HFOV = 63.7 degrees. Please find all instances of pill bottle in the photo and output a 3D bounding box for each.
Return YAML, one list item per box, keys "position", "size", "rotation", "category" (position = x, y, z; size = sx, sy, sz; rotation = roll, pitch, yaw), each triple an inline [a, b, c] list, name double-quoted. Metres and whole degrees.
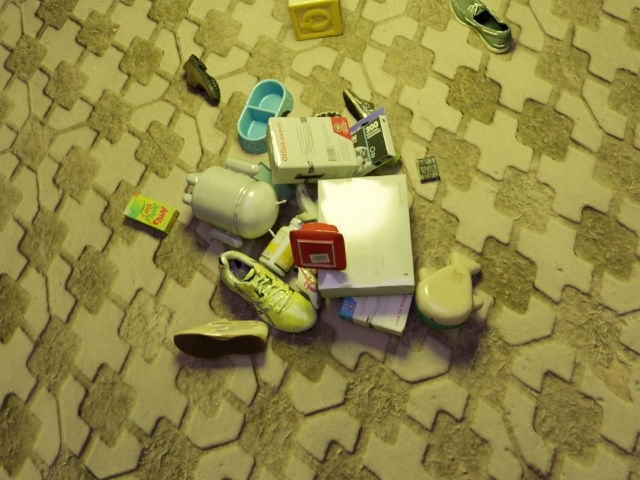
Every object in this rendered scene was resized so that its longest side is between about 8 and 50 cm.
- position: [-0.113, 0.020, 1.710]
  size: [0.103, 0.103, 0.184]
  rotation: [32, 78, 18]
  category: "pill bottle"

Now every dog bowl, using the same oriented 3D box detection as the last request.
- position: [-0.211, -0.469, 1.916]
  size: [0.165, 0.074, 0.297]
  rotation: [16, 74, 14]
  category: "dog bowl"

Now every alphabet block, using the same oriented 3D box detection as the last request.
- position: [-0.020, -0.923, 1.987]
  size: [0.192, 0.193, 0.197]
  rotation: [-7, 70, 8]
  category: "alphabet block"

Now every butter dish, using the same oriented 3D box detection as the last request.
- position: [0.000, 0.000, 1.508]
  size: [0.160, 0.160, 0.118]
  rotation: [2, 44, 10]
  category: "butter dish"

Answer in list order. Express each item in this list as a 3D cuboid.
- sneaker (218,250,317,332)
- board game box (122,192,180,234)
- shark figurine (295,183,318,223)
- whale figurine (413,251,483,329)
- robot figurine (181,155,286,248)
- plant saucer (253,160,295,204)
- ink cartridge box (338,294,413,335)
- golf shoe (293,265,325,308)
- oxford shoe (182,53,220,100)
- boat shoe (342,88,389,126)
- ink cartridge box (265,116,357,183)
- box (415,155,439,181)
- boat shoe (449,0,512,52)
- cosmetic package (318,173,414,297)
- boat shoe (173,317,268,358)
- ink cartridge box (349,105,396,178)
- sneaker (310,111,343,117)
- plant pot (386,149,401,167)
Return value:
- position: [-0.183, 0.167, 1.645]
  size: [0.384, 0.147, 0.145]
  rotation: [30, 75, 15]
  category: "sneaker"
- position: [-0.610, -0.098, 1.859]
  size: [0.181, 0.043, 0.092]
  rotation: [21, 75, 15]
  category: "board game box"
- position: [-0.054, -0.139, 1.766]
  size: [0.166, 0.116, 0.278]
  rotation: [-11, 74, -31]
  category: "shark figurine"
- position: [0.394, 0.158, 1.588]
  size: [0.216, 0.141, 0.272]
  rotation: [28, 52, 15]
  category: "whale figurine"
- position: [-0.289, -0.127, 1.734]
  size: [0.353, 0.200, 0.300]
  rotation: [20, 110, 17]
  category: "robot figurine"
- position: [-0.173, -0.205, 1.846]
  size: [0.067, 0.018, 0.192]
  rotation: [-45, 71, -8]
  category: "plant saucer"
- position: [0.177, 0.199, 1.611]
  size: [0.203, 0.086, 0.148]
  rotation: [15, 71, 14]
  category: "ink cartridge box"
- position: [-0.036, 0.147, 1.665]
  size: [0.086, 0.067, 0.186]
  rotation: [-22, 49, 7]
  category: "golf shoe"
- position: [-0.466, -0.616, 2.015]
  size: [0.096, 0.083, 0.227]
  rotation: [-41, 68, 14]
  category: "oxford shoe"
- position: [0.165, -0.465, 1.860]
  size: [0.073, 0.080, 0.224]
  rotation: [-33, 74, -10]
  category: "boat shoe"
- position: [-0.036, -0.301, 1.716]
  size: [0.272, 0.114, 0.197]
  rotation: [-3, 66, -17]
  category: "ink cartridge box"
- position: [0.369, -0.247, 1.778]
  size: [0.067, 0.018, 0.083]
  rotation: [-11, 69, 4]
  category: "box"
- position: [0.597, -0.838, 1.912]
  size: [0.116, 0.099, 0.319]
  rotation: [-31, 69, -3]
  category: "boat shoe"
- position: [0.138, -0.016, 1.610]
  size: [0.284, 0.097, 0.377]
  rotation: [-4, 66, 9]
  category: "cosmetic package"
- position: [-0.316, 0.305, 1.650]
  size: [0.302, 0.109, 0.098]
  rotation: [-4, 31, 8]
  category: "boat shoe"
- position: [0.149, -0.335, 1.772]
  size: [0.206, 0.045, 0.208]
  rotation: [-28, 62, 40]
  category: "ink cartridge box"
- position: [-0.047, -0.405, 1.857]
  size: [0.279, 0.107, 0.118]
  rotation: [-17, 28, -11]
  category: "sneaker"
- position: [0.235, -0.296, 1.791]
  size: [0.079, 0.083, 0.083]
  rotation: [34, 78, 5]
  category: "plant pot"
